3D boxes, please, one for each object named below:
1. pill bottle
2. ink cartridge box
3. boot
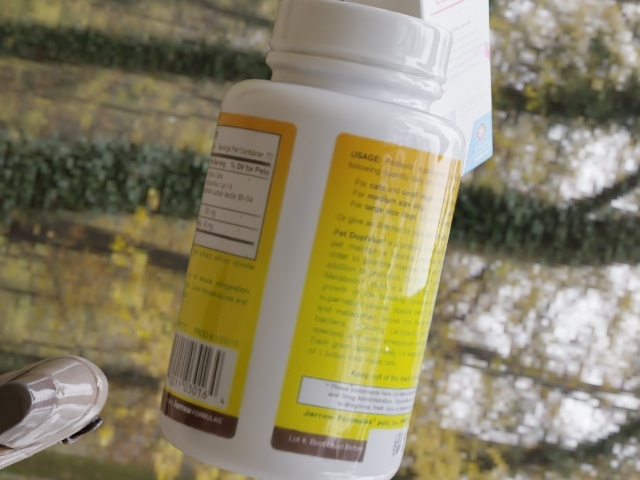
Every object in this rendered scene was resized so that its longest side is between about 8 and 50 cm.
[{"bbox_3d":[0.000,0.000,0.716,0.117,0.117,0.215,-160,-98,-75],"label":"pill bottle"},{"bbox_3d":[0.068,-0.132,1.047,0.104,0.061,0.181,-33,125,-54],"label":"ink cartridge box"},{"bbox_3d":[-0.139,0.078,0.595,0.087,0.118,0.042,37,33,-81],"label":"boot"}]
